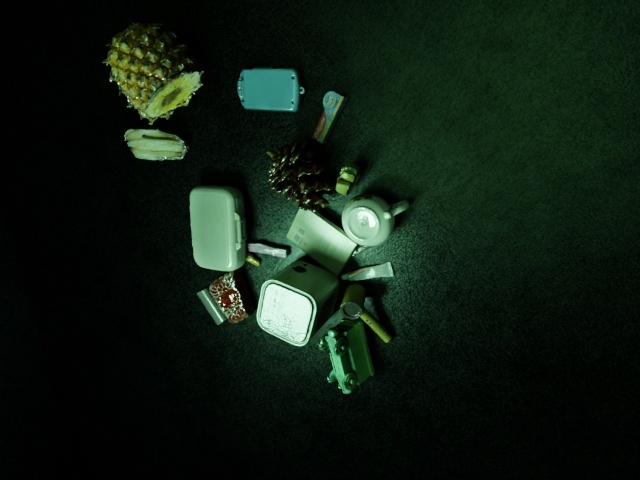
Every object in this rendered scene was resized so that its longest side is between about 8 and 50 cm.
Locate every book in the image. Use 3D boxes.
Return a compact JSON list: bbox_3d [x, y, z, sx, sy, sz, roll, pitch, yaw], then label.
[{"bbox_3d":[0.000,0.000,1.896,0.283,0.025,0.214,37,131,9],"label":"book"}]

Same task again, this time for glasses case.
[{"bbox_3d":[-0.533,0.323,2.266,0.072,0.042,0.190,-32,92,37],"label":"glasses case"}]

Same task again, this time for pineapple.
[{"bbox_3d":[-0.666,-0.667,1.823,0.300,0.352,0.352,48,120,4],"label":"pineapple"}]

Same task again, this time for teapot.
[{"bbox_3d":[0.194,-0.082,1.739,0.298,0.139,0.204,-14,99,30],"label":"teapot"}]

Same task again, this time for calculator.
[{"bbox_3d":[-0.194,-0.591,1.792,0.294,0.051,0.172,9,110,21],"label":"calculator"}]

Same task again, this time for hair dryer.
[{"bbox_3d":[0.197,0.309,1.892,0.090,0.134,0.278,-34,108,30],"label":"hair dryer"}]

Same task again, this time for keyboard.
[{"bbox_3d":[0.164,0.022,1.856,0.129,0.015,0.049,-31,98,29],"label":"keyboard"}]

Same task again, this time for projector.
[{"bbox_3d":[-0.090,0.254,1.916,0.249,0.249,0.248,20,114,17],"label":"projector"}]

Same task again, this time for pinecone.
[{"bbox_3d":[-0.074,-0.245,1.753,0.309,0.244,0.244,42,121,-15],"label":"pinecone"}]

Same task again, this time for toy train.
[{"bbox_3d":[0.113,0.483,1.930,0.120,0.202,0.300,-2,107,45],"label":"toy train"}]

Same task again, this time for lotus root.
[{"bbox_3d":[-0.727,-0.447,2.077,0.330,0.078,0.167,9,134,20],"label":"lotus root"}]

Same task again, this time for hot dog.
[{"bbox_3d":[-0.331,0.070,2.091,0.137,0.028,0.044,32,143,15],"label":"hot dog"}]

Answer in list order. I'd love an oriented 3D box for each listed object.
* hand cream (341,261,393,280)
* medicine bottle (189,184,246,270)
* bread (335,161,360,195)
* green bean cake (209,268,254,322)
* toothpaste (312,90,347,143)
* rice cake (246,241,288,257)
[{"bbox_3d":[0.188,0.131,1.874,0.217,0.038,0.052,-11,126,22],"label":"hand cream"},{"bbox_3d":[-0.453,-0.056,2.039,0.283,0.123,0.374,7,103,29],"label":"medicine bottle"},{"bbox_3d":[0.101,-0.233,1.720,0.064,0.156,0.117,27,81,8],"label":"bread"},{"bbox_3d":[-0.401,0.261,2.148,0.199,0.097,0.232,-29,93,29],"label":"green bean cake"},{"bbox_3d":[0.026,-0.468,1.736,0.070,0.044,0.193,34,118,12],"label":"toothpaste"},{"bbox_3d":[-0.235,0.041,2.033,0.207,0.036,0.047,11,102,21],"label":"rice cake"}]
